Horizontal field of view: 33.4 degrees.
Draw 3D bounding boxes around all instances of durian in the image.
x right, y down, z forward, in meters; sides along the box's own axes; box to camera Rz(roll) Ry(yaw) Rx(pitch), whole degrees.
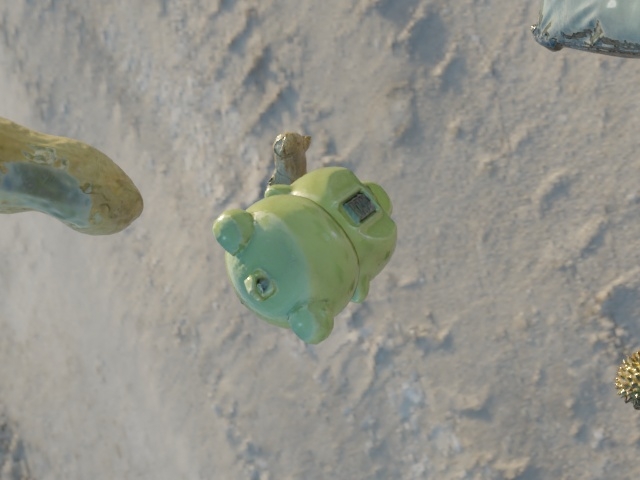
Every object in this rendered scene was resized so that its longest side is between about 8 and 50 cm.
[{"bbox_3d":[0.505,0.195,1.481,0.168,0.158,0.137,9,119,44],"label":"durian"}]

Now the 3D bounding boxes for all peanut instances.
[{"bbox_3d":[-0.355,-0.075,1.325,0.111,0.274,0.125,-84,18,-48],"label":"peanut"}]

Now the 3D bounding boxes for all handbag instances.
[{"bbox_3d":[0.383,-0.331,1.362,0.332,0.075,0.192,26,110,62],"label":"handbag"}]

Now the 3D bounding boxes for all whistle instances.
[{"bbox_3d":[0.000,0.000,0.948,0.106,0.288,0.131,-42,88,27],"label":"whistle"}]

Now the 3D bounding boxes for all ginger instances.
[{"bbox_3d":[-0.037,-0.090,1.299,0.137,0.057,0.044,99,160,-59],"label":"ginger"}]
